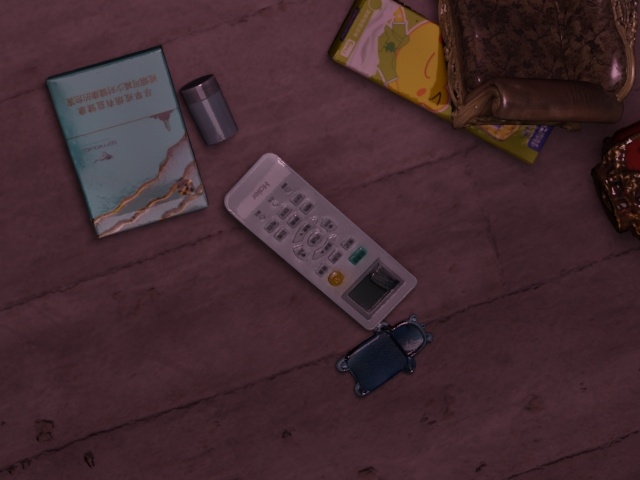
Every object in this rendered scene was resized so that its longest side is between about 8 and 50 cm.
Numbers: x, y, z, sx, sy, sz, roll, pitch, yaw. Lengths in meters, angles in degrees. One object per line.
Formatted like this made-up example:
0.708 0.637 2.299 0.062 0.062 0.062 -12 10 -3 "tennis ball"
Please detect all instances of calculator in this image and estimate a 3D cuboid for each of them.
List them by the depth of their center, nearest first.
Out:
0.094 0.162 2.105 0.141 0.019 0.094 -36 106 3 "calculator"

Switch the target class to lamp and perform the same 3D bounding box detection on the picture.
0.513 -0.105 2.002 0.274 0.177 0.177 -24 106 -1 "lamp"

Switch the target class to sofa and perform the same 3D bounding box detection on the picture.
0.272 -0.269 1.858 0.200 0.182 0.258 0 75 -21 "sofa"

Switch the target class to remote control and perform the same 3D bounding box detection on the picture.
0.000 0.001 2.035 0.293 0.051 0.103 42 98 -18 "remote control"

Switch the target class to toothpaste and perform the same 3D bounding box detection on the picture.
0.172 -0.226 1.976 0.327 0.077 0.110 27 100 -12 "toothpaste"

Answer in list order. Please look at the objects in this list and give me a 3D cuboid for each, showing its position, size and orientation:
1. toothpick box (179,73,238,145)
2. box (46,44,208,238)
-0.150 -0.176 1.969 0.052 0.052 0.083 -24 107 1 "toothpick box"
-0.259 -0.132 1.975 0.162 0.041 0.229 -16 106 -1 "box"
